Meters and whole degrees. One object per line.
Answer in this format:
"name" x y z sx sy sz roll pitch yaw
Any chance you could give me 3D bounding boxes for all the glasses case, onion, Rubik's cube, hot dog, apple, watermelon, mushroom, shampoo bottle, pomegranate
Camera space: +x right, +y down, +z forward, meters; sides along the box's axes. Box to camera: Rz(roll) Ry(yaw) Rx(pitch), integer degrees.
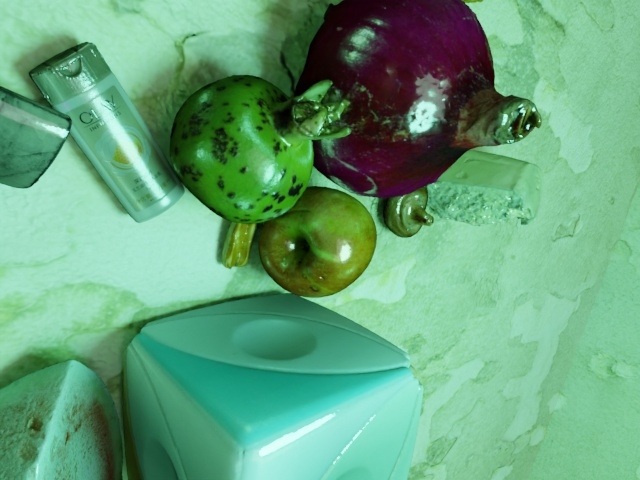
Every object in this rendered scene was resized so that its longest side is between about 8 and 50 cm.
"glasses case" -0.415 -0.146 0.498 0.114 0.060 0.299 -43 141 23
"onion" 0.153 -0.216 0.789 0.348 0.385 0.347 -21 125 -34
"Rubik's cube" -0.085 0.309 0.808 0.352 0.352 0.347 -8 113 -38
"hot dog" -0.135 -0.012 0.855 0.056 0.041 0.133 1 113 -43
"apple" 0.000 0.000 0.879 0.196 0.196 0.195 -18 119 -37
"watermelon" -0.348 0.300 0.655 0.320 0.214 0.289 24 88 -34
"mushroom" 0.186 -0.067 1.099 0.109 0.085 0.126 11 104 -10
"shampoo bottle" -0.266 -0.132 0.663 0.086 0.056 0.227 -39 130 -19
"pomegranate" -0.087 -0.135 0.705 0.211 0.263 0.210 28 51 -41

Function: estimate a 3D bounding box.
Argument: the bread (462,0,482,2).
"bread" 0.241 -0.506 0.967 0.211 0.083 0.113 -21 125 -36

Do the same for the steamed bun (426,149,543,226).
"steamed bun" 0.391 -0.097 1.176 0.200 0.226 0.170 -38 129 -28
